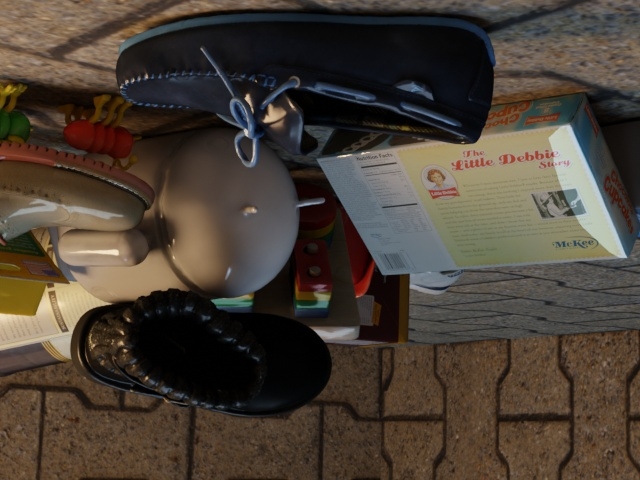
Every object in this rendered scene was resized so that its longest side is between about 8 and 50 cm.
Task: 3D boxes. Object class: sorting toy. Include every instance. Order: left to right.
[{"bbox_3d":[-0.084,0.013,1.838,0.257,0.255,0.089,1,129,-8],"label":"sorting toy"}]

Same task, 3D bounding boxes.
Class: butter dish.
[{"bbox_3d":[0.000,0.000,2.025,0.160,0.159,0.118,-6,145,39],"label":"butter dish"}]

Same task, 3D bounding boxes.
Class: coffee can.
[{"bbox_3d":[-0.353,0.071,1.941,0.275,0.201,0.201,-12,167,17],"label":"coffee can"}]

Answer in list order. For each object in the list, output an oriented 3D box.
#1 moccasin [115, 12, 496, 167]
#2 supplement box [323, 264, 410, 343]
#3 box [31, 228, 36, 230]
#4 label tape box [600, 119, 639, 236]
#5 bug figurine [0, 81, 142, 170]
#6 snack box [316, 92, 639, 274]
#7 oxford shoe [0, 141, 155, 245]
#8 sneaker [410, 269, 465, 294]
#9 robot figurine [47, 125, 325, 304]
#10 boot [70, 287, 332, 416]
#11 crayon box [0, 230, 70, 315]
[{"bbox_3d":[-0.020,-0.133,1.206,0.342,0.116,0.138,-1,171,14],"label":"moccasin"},{"bbox_3d":[0.031,0.071,2.229,0.194,0.191,0.129,8,169,-31],"label":"supplement box"},{"bbox_3d":[-0.430,0.019,2.164,0.091,0.130,0.170,7,170,-37],"label":"box"},{"bbox_3d":[0.495,-0.074,1.524,0.348,0.115,0.249,-9,165,41],"label":"label tape box"},{"bbox_3d":[-0.344,-0.112,1.526,0.216,0.072,0.279,10,168,-44],"label":"bug figurine"},{"bbox_3d":[0.173,-0.055,1.527,0.322,0.060,0.187,-5,129,36],"label":"snack box"},{"bbox_3d":[-0.376,-0.019,1.456,0.397,0.146,0.140,1,161,3],"label":"oxford shoe"},{"bbox_3d":[0.144,0.038,2.405,0.235,0.090,0.095,1,159,-24],"label":"sneaker"},{"bbox_3d":[-0.170,-0.027,1.627,0.353,0.199,0.300,-6,-164,38],"label":"robot figurine"},{"bbox_3d":[-0.102,0.136,1.584,0.348,0.131,0.260,5,171,-26],"label":"boot"},{"bbox_3d":[-0.464,-0.003,1.666,0.203,0.083,0.323,9,-158,-38],"label":"crayon box"}]
